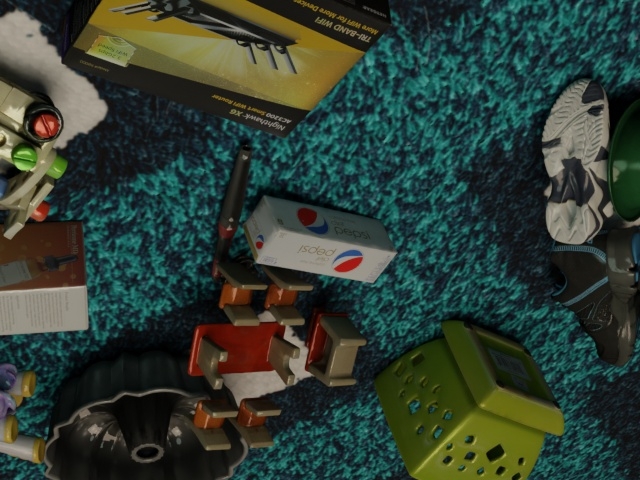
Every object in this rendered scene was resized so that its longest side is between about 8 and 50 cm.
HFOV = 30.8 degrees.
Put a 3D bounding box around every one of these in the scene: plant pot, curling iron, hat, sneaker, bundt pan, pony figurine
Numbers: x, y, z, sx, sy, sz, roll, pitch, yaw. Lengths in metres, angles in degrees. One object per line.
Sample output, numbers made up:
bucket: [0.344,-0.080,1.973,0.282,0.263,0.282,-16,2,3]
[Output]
plant pot: [0.256,0.274,1.937,0.228,0.227,0.207,23,119,-32]
curling iron: [-0.118,-0.030,1.654,0.068,0.035,0.274,-13,136,-20]
hat: [0.509,-0.106,1.587,0.183,0.173,0.208,12,159,37]
sneaker: [0.392,-0.121,1.663,0.153,0.094,0.235,-23,112,-51]
sneaker: [0.451,0.085,1.888,0.139,0.125,0.341,6,144,19]
bundt pan: [-0.283,0.295,1.880,0.330,0.124,0.331,-7,136,-7]
pony figurine: [-0.593,0.230,1.631,0.363,0.303,0.351,4,161,0]

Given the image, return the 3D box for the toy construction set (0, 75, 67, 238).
toy construction set: [-0.436,-0.112,1.399,0.327,0.151,0.215,28,98,-45]

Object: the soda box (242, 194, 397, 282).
soda box: [0.000,0.000,1.663,0.216,0.074,0.069,11,130,-37]

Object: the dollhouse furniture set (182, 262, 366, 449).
dollhouse furniture set: [-0.077,0.160,1.740,0.259,0.135,0.262,2,111,-32]

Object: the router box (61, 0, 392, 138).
router box: [-0.112,-0.255,1.350,0.308,0.081,0.243,16,143,-28]

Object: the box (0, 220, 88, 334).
box: [-0.407,0.051,1.590,0.170,0.130,0.091,-4,135,-12]
